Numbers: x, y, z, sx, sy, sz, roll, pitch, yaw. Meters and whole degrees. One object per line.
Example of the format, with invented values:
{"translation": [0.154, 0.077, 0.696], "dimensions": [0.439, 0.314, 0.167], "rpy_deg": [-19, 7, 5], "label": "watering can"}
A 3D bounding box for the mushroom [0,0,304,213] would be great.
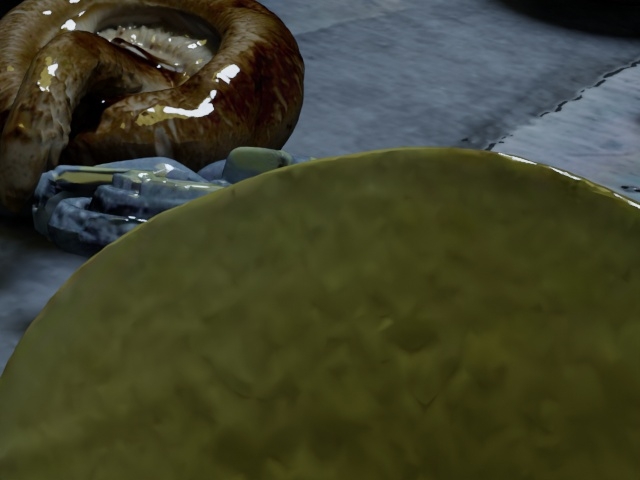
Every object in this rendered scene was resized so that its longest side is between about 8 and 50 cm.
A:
{"translation": [-0.079, -0.052, 0.667], "dimensions": [0.135, 0.080, 0.170], "rpy_deg": [5, 23, 21], "label": "mushroom"}

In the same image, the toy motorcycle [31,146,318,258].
{"translation": [0.000, 0.000, 0.583], "dimensions": [0.193, 0.061, 0.124], "rpy_deg": [6, 6, -12], "label": "toy motorcycle"}

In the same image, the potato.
{"translation": [0.050, 0.076, 0.373], "dimensions": [0.204, 0.178, 0.158], "rpy_deg": [13, 3, 25], "label": "potato"}

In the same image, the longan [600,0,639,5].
{"translation": [0.183, -0.209, 0.915], "dimensions": [0.187, 0.167, 0.167], "rpy_deg": [-9, 30, -12], "label": "longan"}
